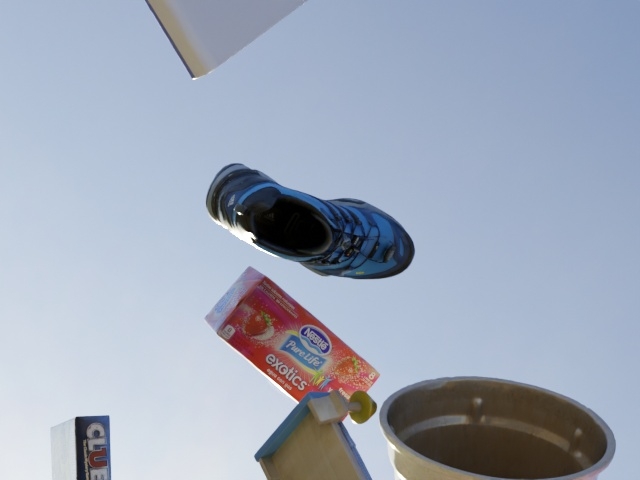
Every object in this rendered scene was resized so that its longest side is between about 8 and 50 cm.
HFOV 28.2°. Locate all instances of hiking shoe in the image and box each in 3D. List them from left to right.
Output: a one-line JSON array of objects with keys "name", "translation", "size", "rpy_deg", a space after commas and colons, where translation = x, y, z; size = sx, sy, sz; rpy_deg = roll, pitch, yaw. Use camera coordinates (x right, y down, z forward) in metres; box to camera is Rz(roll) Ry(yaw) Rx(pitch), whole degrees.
[{"name": "hiking shoe", "translation": [0.000, 0.000, 1.626], "size": [0.304, 0.113, 0.132], "rpy_deg": [16, 14, -27]}]

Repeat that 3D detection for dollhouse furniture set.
[{"name": "dollhouse furniture set", "translation": [0.048, 0.387, 1.664], "size": [0.303, 0.198, 0.286], "rpy_deg": [-54, -131, 28]}]

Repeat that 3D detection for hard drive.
[{"name": "hard drive", "translation": [-0.149, -0.364, 1.396], "size": [0.040, 0.210, 0.319], "rpy_deg": [-13, -67, 48]}]

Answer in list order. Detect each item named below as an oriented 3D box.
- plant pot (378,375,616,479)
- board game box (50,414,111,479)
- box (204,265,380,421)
[{"name": "plant pot", "translation": [0.239, 0.403, 1.843], "size": [0.333, 0.333, 0.306], "rpy_deg": [15, -69, 32]}, {"name": "board game box", "translation": [-0.296, 0.304, 1.568], "size": [0.042, 0.165, 0.243], "rpy_deg": [0, -10, -19]}, {"name": "box", "translation": [-0.047, 0.169, 2.027], "size": [0.257, 0.123, 0.128], "rpy_deg": [41, -5, -15]}]
